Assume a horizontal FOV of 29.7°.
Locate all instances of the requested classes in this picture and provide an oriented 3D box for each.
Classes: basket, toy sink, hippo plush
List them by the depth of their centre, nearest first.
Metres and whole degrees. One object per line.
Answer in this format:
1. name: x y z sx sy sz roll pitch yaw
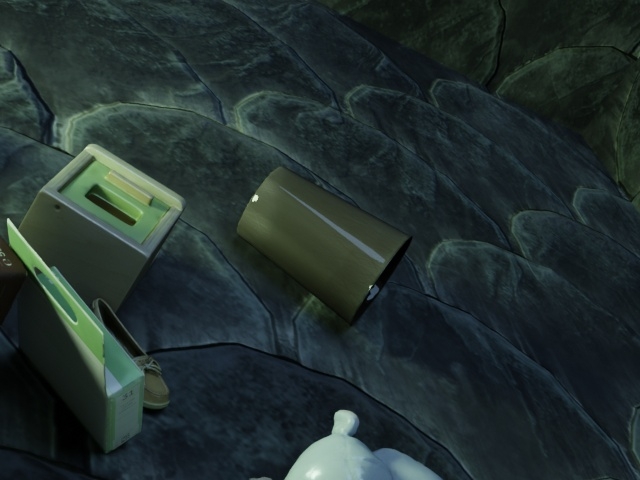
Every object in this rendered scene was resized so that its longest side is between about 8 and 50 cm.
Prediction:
1. hippo plush: -0.006 0.270 1.187 0.294 0.237 0.234 22 26 -25
2. toy sink: -0.273 -0.022 1.533 0.152 0.131 0.234 33 23 -3
3. basket: 0.000 0.000 1.829 0.227 0.154 0.204 33 25 7

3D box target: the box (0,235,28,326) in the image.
1. box: -0.429 0.047 1.157 0.168 0.167 0.203 45 26 25

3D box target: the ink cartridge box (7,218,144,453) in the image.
1. ink cartridge box: -0.249 0.093 1.235 0.056 0.235 0.171 -30 63 -31

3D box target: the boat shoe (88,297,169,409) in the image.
1. boat shoe: -0.225 0.133 1.402 0.153 0.048 0.056 46 26 25
